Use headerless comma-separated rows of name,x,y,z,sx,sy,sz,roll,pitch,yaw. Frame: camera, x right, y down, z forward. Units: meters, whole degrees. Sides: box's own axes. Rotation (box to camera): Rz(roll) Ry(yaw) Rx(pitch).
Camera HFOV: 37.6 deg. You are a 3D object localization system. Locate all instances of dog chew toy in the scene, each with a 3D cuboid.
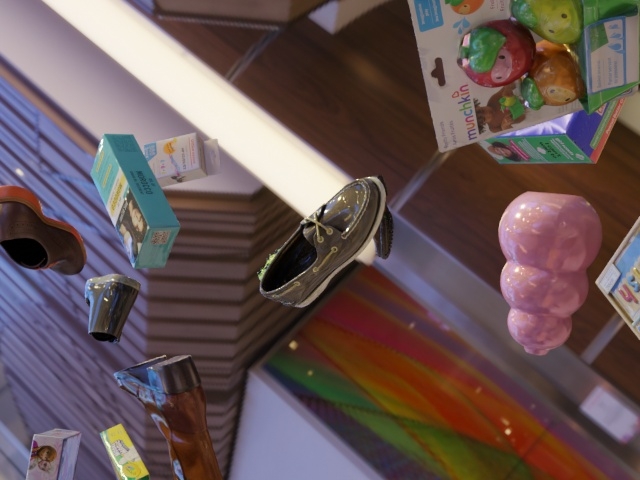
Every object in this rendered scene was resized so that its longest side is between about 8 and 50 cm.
dog chew toy,0.460,0.069,1.926,0.207,0.207,0.331,-4,-79,-65

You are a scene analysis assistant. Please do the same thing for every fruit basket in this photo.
fruit basket,0.337,-0.298,1.490,0.353,0.165,0.327,-19,-45,-1

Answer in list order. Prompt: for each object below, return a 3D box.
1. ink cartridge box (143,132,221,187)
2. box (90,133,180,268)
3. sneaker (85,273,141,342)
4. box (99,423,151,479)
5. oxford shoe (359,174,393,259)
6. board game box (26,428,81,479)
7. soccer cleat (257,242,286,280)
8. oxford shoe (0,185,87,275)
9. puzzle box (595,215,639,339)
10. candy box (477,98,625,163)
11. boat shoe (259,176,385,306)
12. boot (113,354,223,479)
ink cartridge box,-0.349,-0.206,2.378,0.181,0.104,0.061,-12,-20,9
box,-0.326,-0.071,1.638,0.060,0.244,0.100,-3,-44,-35
sneaker,-0.416,0.137,1.784,0.222,0.083,0.118,-25,45,62
box,-0.291,0.377,1.470,0.043,0.179,0.105,-23,-62,-21
oxford shoe,0.135,-0.058,2.458,0.083,0.096,0.227,-39,-60,-64
board game box,-0.577,0.565,1.986,0.318,0.066,0.318,134,144,-78
soccer cleat,-0.102,0.068,2.353,0.060,0.072,0.179,-35,12,31
oxford shoe,-0.455,0.014,1.510,0.097,0.098,0.271,-16,-26,8
puzzle box,0.729,0.075,1.914,0.052,0.272,0.409,-21,-30,-21
candy box,0.537,-0.316,2.157,0.317,0.122,0.268,6,65,61
boat shoe,0.002,0.003,1.707,0.091,0.109,0.305,12,-55,-44
boot,-0.236,0.333,1.560,0.096,0.280,0.264,-18,2,-39
